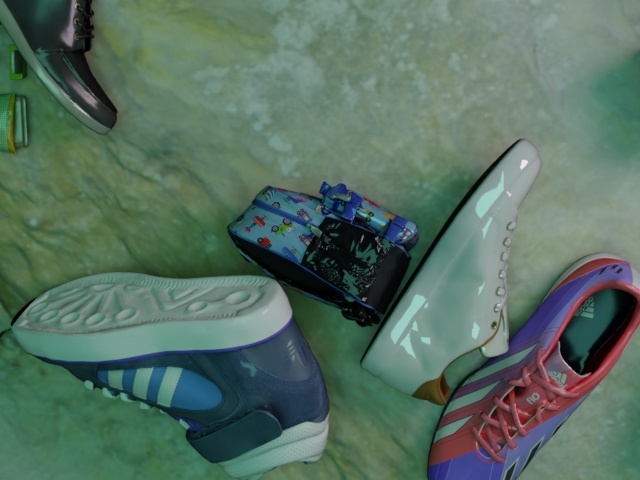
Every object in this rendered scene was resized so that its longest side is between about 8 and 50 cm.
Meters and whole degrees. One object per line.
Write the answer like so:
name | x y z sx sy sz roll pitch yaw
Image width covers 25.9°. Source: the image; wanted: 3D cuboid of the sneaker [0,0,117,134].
sneaker | -0.249 -0.222 1.405 0.118 0.083 0.222 -35 95 3

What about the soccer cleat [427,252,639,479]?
soccer cleat | 0.217 0.150 1.413 0.108 0.116 0.318 38 96 -2

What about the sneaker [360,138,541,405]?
sneaker | 0.163 0.038 1.411 0.123 0.106 0.290 32 108 4

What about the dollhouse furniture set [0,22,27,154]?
dollhouse furniture set | -0.343 -0.162 1.426 0.076 0.058 0.152 -1 96 2

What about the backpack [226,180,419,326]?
backpack | 0.000 0.000 1.392 0.173 0.158 0.117 27 88 10

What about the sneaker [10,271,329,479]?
sneaker | -0.146 0.159 1.423 0.322 0.130 0.236 -3 120 25
